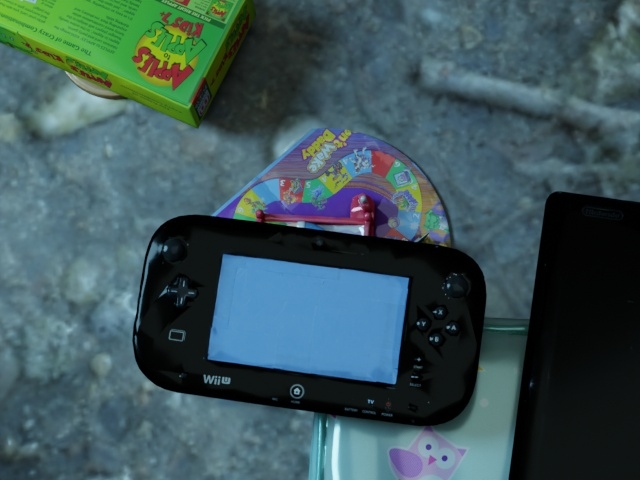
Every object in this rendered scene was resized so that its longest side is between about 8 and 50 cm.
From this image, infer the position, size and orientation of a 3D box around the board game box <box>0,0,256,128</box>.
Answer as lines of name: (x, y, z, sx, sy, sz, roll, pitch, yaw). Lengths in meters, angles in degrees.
board game box: (-0.145, -0.156, 1.067, 0.181, 0.043, 0.092, 24, 78, 10)

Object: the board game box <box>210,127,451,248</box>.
board game box: (0.000, 0.000, 1.038, 0.168, 0.033, 0.133, -41, 77, -7)

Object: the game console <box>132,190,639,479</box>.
game console: (0.070, 0.070, 0.898, 0.361, 0.044, 0.213, 7, 72, 7)

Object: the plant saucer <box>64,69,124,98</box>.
plant saucer: (-0.142, -0.139, 1.093, 0.083, 0.013, 0.084, -1, 76, 3)

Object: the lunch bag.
lunch bag: (0.131, 0.163, 0.948, 0.279, 0.108, 0.224, 4, 75, 6)
